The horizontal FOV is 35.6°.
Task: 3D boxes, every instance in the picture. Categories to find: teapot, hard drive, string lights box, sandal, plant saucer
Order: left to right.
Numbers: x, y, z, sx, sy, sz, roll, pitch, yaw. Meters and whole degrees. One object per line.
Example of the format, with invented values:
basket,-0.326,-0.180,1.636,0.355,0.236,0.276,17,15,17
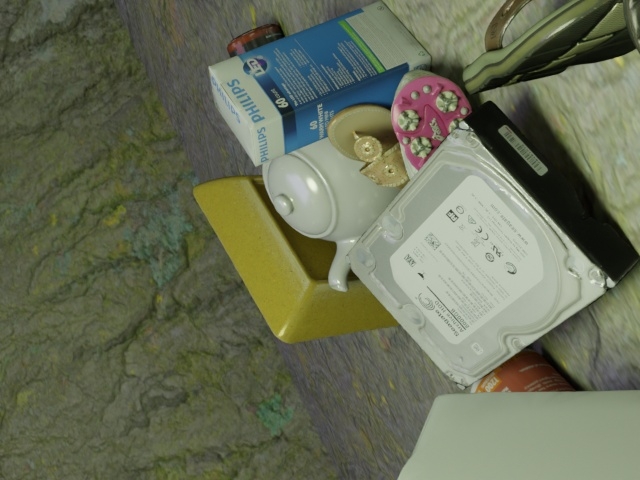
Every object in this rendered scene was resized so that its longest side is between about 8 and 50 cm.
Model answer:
teapot,-0.001,-0.099,1.518,0.256,0.187,0.252,36,141,27
string lights box,0.000,-0.211,1.311,0.133,0.260,0.077,57,163,33
plant saucer,0.000,0.000,1.658,0.333,0.333,0.081,57,131,28
sandal,0.102,-0.105,1.341,0.240,0.088,0.079,29,-157,-56
hard drive,0.179,0.022,1.164,0.237,0.064,0.339,49,147,6
sandal,0.204,-0.199,0.922,0.303,0.120,0.086,176,84,-75

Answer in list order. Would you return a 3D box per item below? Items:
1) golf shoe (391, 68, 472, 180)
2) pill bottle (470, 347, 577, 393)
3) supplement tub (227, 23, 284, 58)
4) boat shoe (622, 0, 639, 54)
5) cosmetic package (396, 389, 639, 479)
golf shoe,0.168,-0.082,1.279,0.140,0.115,0.306,-100,-7,-65
pill bottle,0.295,0.245,1.269,0.216,0.121,0.121,49,158,47
supplement tub,-0.086,-0.283,1.802,0.198,0.106,0.106,67,165,-3
boat shoe,0.319,-0.089,0.721,0.324,0.122,0.120,61,-160,-17
cosmetic package,0.254,0.390,0.931,0.329,0.327,0.393,-51,-47,-59
